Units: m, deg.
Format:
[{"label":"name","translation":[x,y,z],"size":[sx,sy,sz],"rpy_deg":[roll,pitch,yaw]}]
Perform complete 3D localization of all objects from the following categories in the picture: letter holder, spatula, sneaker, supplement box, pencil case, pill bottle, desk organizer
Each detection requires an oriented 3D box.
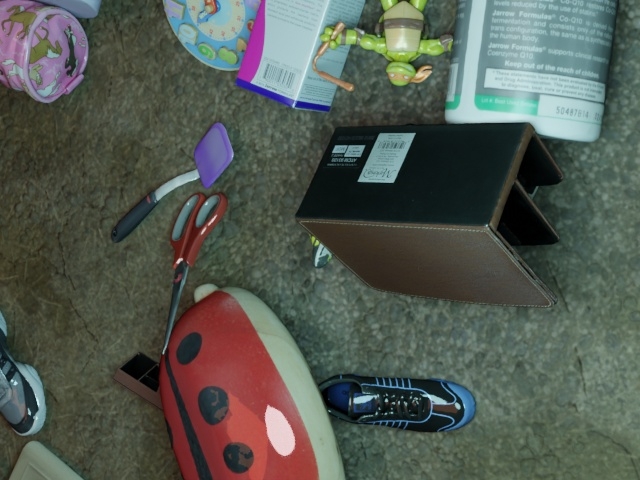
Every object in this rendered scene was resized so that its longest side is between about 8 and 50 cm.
[{"label":"letter holder","translation":[0.162,-0.029,1.506],"size":[0.302,0.214,0.152],"rpy_deg":[3,60,41]},{"label":"spatula","translation":[-0.241,-0.082,1.855],"size":[0.296,0.030,0.084],"rpy_deg":[-35,58,27]},{"label":"sneaker","translation":[-0.581,0.222,1.977],"size":[0.101,0.153,0.268],"rpy_deg":[-37,75,24]},{"label":"supplement box","translation":[-0.022,-0.311,1.694],"size":[0.111,0.114,0.220],"rpy_deg":[25,104,26]},{"label":"pencil case","translation":[-0.578,-0.342,1.953],"size":[0.386,0.167,0.160],"rpy_deg":[16,94,26]},{"label":"sneaker","translation":[0.100,0.235,1.657],"size":[0.232,0.090,0.081],"rpy_deg":[1,92,28]},{"label":"pill bottle","translation":[0.279,-0.314,1.485],"size":[0.204,0.204,0.361],"rpy_deg":[9,96,27]},{"label":"sneaker","translation":[0.000,0.000,1.741],"size":[0.035,0.031,0.083],"rpy_deg":[15,95,40]},{"label":"desk organizer","translation":[-0.267,0.231,1.874],"size":[0.130,0.047,0.050],"rpy_deg":[27,101,24]}]

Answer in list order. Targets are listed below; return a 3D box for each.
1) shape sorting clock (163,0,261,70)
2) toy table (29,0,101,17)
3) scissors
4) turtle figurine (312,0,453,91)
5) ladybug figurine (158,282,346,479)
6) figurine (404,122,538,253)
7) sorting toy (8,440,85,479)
[{"label":"shape sorting clock","translation":[-0.160,-0.356,1.769],"size":[0.206,0.040,0.206],"rpy_deg":[20,126,30]},{"label":"toy table","translation":[-0.418,-0.459,1.839],"size":[0.274,0.252,0.161],"rpy_deg":[18,90,59]},{"label":"scissors","translation":[-0.214,0.047,1.758],"size":[0.109,0.021,0.297],"rpy_deg":[-10,52,42]},{"label":"turtle figurine","translation":[0.129,-0.308,1.631],"size":[0.269,0.087,0.217],"rpy_deg":[4,89,8]},{"label":"ladybug figurine","translation":[-0.114,0.278,1.683],"size":[0.305,0.162,0.449],"rpy_deg":[-41,67,52]},{"label":"figurine","translation":[0.182,-0.044,1.619],"size":[0.209,0.092,0.215],"rpy_deg":[19,101,34]},{"label":"sorting toy","translation":[-0.469,0.468,1.989],"size":[0.347,0.047,0.196],"rpy_deg":[33,102,22]}]
